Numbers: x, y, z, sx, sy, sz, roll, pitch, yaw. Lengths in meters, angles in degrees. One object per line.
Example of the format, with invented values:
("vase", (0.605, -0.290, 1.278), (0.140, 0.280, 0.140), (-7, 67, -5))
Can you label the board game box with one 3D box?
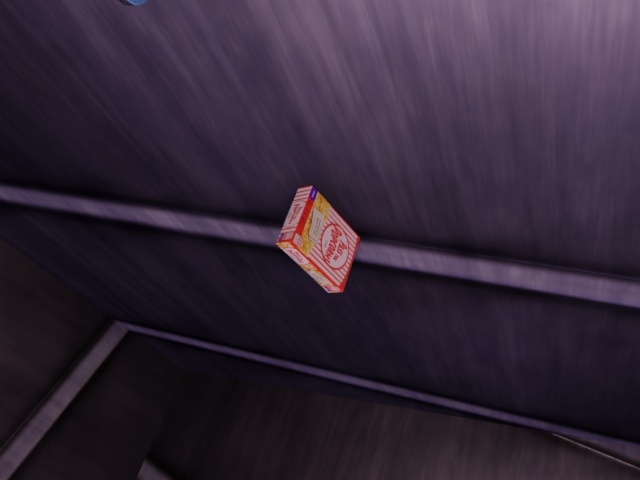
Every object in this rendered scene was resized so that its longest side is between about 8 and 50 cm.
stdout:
("board game box", (0.000, 0.000, 1.153), (0.045, 0.147, 0.193), (-7, 141, 38))

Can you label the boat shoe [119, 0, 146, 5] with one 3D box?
("boat shoe", (-0.296, -0.437, 0.689), (0.089, 0.109, 0.258), (10, 133, 30))
